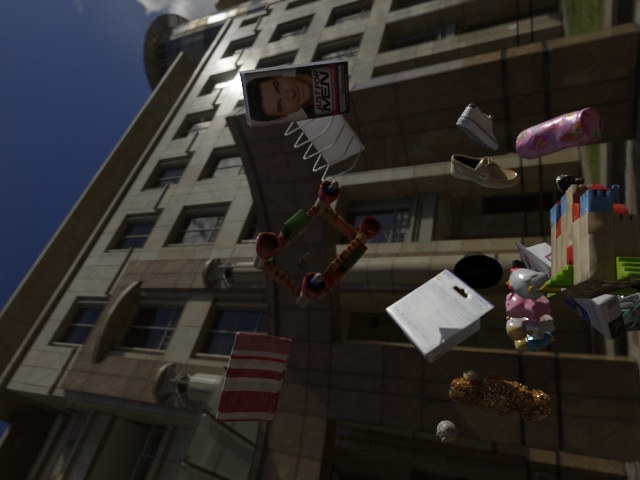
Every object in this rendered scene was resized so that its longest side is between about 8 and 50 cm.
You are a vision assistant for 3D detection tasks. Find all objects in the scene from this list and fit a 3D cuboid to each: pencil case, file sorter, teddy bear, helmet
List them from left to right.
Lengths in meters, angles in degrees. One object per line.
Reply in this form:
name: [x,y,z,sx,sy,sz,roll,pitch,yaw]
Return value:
file sorter: [0.016,-0.410,1.848,0.277,0.193,0.173,49,-138,-27]
teddy bear: [0.632,0.535,1.564,0.245,0.338,0.113,-17,-67,-48]
pencil case: [0.849,-0.376,1.592,0.124,0.284,0.124,3,-97,-24]
helmet: [1.123,0.246,1.593,0.161,0.170,0.169,64,-151,-74]

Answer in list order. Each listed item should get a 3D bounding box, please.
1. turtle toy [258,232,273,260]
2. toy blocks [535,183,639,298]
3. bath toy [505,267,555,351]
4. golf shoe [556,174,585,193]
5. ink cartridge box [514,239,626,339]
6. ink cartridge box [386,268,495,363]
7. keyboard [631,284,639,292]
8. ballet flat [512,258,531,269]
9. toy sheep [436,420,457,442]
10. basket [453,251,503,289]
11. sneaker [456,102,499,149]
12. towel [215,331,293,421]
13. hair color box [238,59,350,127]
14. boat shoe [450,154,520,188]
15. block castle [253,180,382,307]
turtle toy: [-0.225,0.030,1.899,0.095,0.066,0.130,14,-140,-24]
toy blocks: [0.630,-0.011,1.040,0.381,0.191,0.260,46,-132,-71]
bath toy: [0.686,0.227,1.486,0.129,0.151,0.348,54,169,55]
golf shoe: [1.030,-0.241,1.872,0.198,0.094,0.077,2,-71,-40]
ink cartridge box: [0.761,0.128,1.373,0.175,0.069,0.371,53,-177,-32]
ink cartridge box: [0.484,0.297,1.812,0.071,0.330,0.324,61,175,-31]
keyboard: [0.897,0.087,1.343,0.108,0.180,0.023,-21,-44,-23]
ballet flat: [0.822,0.088,1.725,0.173,0.057,0.049,-8,-85,-23]
toy sheep: [0.543,0.820,1.906,0.132,0.091,0.091,69,-152,-62]
basket: [0.717,0.126,2.034,0.227,0.205,0.154,-20,-70,-72]
sneaker: [0.568,-0.390,1.542,0.258,0.094,0.091,17,-75,-49]
towel: [-0.243,0.513,1.648,0.237,0.037,0.328,15,-91,-33]
hair color box: [-0.088,-0.532,1.596,0.113,0.375,0.185,-126,27,-59]
boat shoe: [0.712,-0.308,1.931,0.109,0.302,0.098,-46,-40,-29]
block castle: [0.000,0.000,1.620,0.453,0.303,0.213,-44,-8,-37]
